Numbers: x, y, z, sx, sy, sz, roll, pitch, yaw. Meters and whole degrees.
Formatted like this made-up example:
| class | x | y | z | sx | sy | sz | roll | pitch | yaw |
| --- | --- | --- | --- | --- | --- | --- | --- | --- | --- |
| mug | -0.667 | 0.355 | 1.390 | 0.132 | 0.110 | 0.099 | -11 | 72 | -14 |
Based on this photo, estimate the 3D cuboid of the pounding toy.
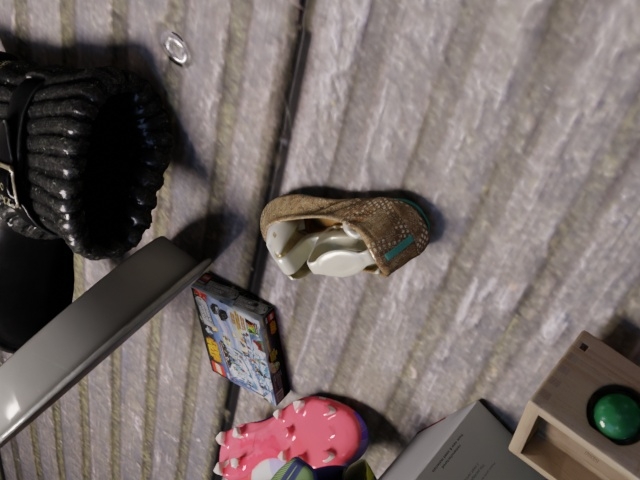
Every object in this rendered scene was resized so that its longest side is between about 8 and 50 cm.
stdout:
| class | x | y | z | sx | sy | sz | roll | pitch | yaw |
| --- | --- | --- | --- | --- | --- | --- | --- | --- | --- |
| pounding toy | 0.224 | 0.131 | 0.819 | 0.130 | 0.100 | 0.141 | 35 | 158 | 18 |

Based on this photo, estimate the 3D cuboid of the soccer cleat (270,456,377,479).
| class | x | y | z | sx | sy | sz | roll | pitch | yaw |
| --- | --- | --- | --- | --- | --- | --- | --- | --- | --- |
| soccer cleat | 0.044 | 0.280 | 1.128 | 0.093 | 0.121 | 0.289 | 23 | 177 | 41 |

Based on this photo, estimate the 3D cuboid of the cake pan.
| class | x | y | z | sx | sy | sz | roll | pitch | yaw |
| --- | --- | --- | --- | --- | --- | --- | --- | --- | --- |
| cake pan | -0.231 | 0.097 | 1.110 | 0.054 | 0.293 | 0.293 | 49 | 148 | -2 |

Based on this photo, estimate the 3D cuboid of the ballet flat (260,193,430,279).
| class | x | y | z | sx | sy | sz | roll | pitch | yaw |
| --- | --- | --- | --- | --- | --- | --- | --- | --- | --- |
| ballet flat | 0.000 | 0.000 | 0.942 | 0.206 | 0.067 | 0.073 | -6 | 123 | 53 |

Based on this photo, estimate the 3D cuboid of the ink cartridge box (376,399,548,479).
| class | x | y | z | sx | sy | sz | roll | pitch | yaw |
| --- | --- | --- | --- | --- | --- | --- | --- | --- | --- |
| ink cartridge box | 0.139 | 0.259 | 1.014 | 0.176 | 0.127 | 0.128 | 46 | 148 | 1 |

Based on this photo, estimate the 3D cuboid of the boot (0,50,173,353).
| class | x | y | z | sx | sy | sz | roll | pitch | yaw |
| --- | --- | --- | --- | --- | --- | --- | --- | --- | --- |
| boot | -0.258 | -0.014 | 1.116 | 0.260 | 0.131 | 0.348 | 18 | 124 | 38 |

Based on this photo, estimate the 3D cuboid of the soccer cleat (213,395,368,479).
| class | x | y | z | sx | sy | sz | roll | pitch | yaw |
| --- | --- | --- | --- | --- | --- | --- | --- | --- | --- |
| soccer cleat | -0.019 | 0.220 | 1.224 | 0.095 | 0.083 | 0.248 | 16 | 154 | -35 |

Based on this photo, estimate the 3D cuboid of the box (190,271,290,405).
| class | x | y | z | sx | sy | sz | roll | pitch | yaw |
| --- | --- | --- | --- | --- | --- | --- | --- | --- | --- |
| box | -0.083 | 0.104 | 1.196 | 0.094 | 0.027 | 0.137 | 24 | 142 | 29 |
